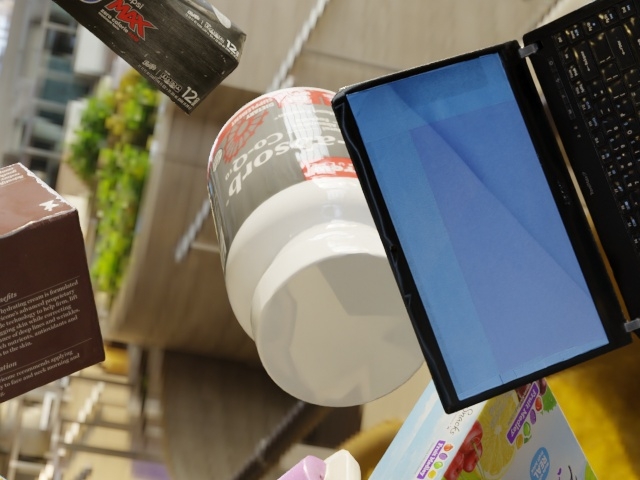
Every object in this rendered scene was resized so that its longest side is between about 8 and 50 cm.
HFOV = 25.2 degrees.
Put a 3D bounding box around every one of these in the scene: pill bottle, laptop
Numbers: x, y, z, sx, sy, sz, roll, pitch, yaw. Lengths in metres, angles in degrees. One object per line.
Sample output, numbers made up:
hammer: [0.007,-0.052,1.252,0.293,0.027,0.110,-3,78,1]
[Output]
pill bottle: [0.000,0.000,1.475,0.363,0.210,0.210,-109,33,-60]
laptop: [0.180,-0.043,0.943,0.264,0.136,0.234,-23,85,31]

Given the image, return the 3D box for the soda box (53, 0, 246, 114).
soda box: [-0.134,-0.169,1.005,0.060,0.169,0.053,-42,20,24]

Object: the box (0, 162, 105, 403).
box: [-0.364,0.051,1.618,0.167,0.168,0.203,33,136,49]

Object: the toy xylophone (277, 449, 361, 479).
toy xylophone: [0.080,0.215,0.491,0.236,0.323,0.081,-31,2,16]

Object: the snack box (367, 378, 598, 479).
snack box: [0.137,0.206,1.138,0.070,0.207,0.174,4,47,41]

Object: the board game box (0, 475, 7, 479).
board game box: [-0.327,0.240,1.082,0.142,0.275,0.144,-42,16,38]
